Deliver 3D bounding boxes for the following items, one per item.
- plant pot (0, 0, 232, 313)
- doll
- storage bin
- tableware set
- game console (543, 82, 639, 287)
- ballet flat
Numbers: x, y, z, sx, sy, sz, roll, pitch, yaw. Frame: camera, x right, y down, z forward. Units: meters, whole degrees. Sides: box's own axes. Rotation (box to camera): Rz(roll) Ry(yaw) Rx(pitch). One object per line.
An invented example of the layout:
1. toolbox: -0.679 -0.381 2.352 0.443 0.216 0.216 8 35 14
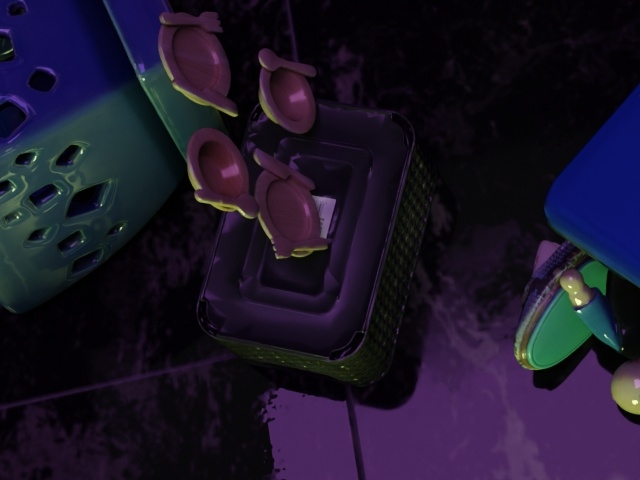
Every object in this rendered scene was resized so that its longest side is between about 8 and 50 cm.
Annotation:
1. plant pot: -0.198 -0.120 1.215 0.212 0.236 0.236 -26 67 -1
2. doll: 0.214 0.022 1.112 0.046 0.129 0.189 -147 58 -60
3. storage bin: 0.000 0.000 1.194 0.122 0.084 0.180 10 77 19
4. tableware set: -0.047 -0.070 1.115 0.020 0.141 0.168 -24 64 34
5. game console: 0.328 -0.038 1.007 0.250 0.173 0.293 41 90 -11
6. ballet flat: 0.186 0.005 1.160 0.070 0.070 0.188 41 85 23
